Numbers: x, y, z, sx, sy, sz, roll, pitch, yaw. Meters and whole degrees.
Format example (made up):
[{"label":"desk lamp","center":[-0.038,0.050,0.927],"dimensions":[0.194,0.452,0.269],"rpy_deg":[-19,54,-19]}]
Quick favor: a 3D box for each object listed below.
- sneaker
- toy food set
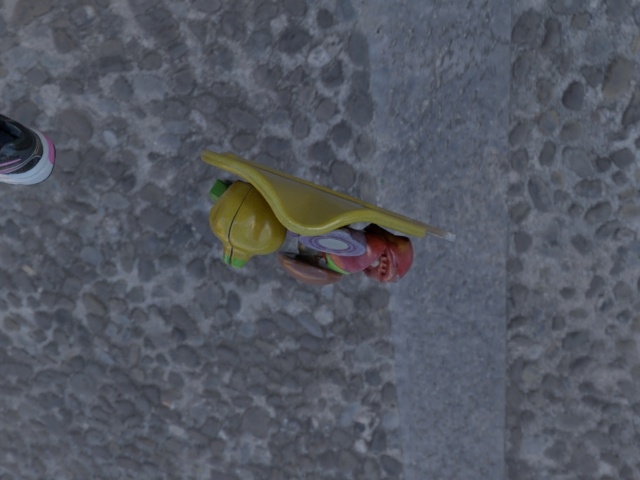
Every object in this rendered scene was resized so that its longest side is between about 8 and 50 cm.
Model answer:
[{"label":"sneaker","center":[-0.323,-0.093,0.621],"dimensions":[0.178,0.072,0.077],"rpy_deg":[1,168,-7]},{"label":"toy food set","center":[0.000,0.000,0.500],"dimensions":[0.128,0.218,0.071],"rpy_deg":[22,95,32]}]
